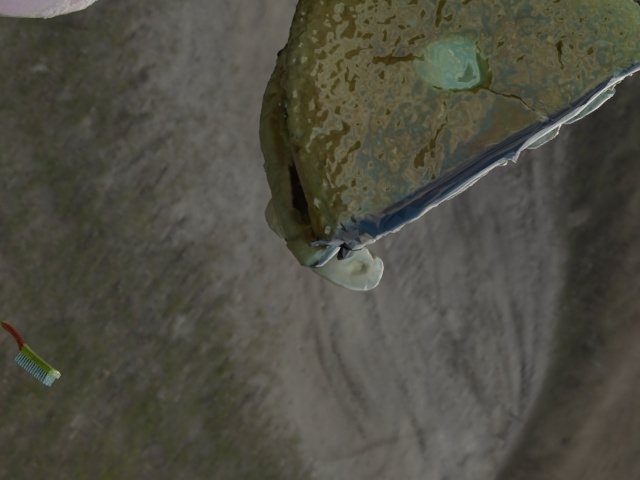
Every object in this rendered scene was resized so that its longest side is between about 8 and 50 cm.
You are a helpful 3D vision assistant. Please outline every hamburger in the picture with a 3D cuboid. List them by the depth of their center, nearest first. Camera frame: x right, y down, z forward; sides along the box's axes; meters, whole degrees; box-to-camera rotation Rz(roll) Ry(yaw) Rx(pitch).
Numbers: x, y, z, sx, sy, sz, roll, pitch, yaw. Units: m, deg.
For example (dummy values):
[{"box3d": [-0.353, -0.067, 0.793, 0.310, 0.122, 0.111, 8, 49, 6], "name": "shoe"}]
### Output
[{"box3d": [0.071, -0.118, 0.678, 0.288, 0.192, 0.168, -30, 169, -14], "name": "hamburger"}]

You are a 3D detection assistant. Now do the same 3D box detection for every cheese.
[{"box3d": [0.000, 0.000, 1.002, 0.043, 0.065, 0.194, -60, -156, 4], "name": "cheese"}]

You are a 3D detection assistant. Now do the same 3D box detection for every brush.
[{"box3d": [-0.273, 0.103, 1.036, 0.021, 0.083, 0.019, -49, 156, -5], "name": "brush"}]

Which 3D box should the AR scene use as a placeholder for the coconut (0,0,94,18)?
[{"box3d": [-0.323, -0.342, 1.143, 0.233, 0.245, 0.233, -11, 109, -36], "name": "coconut"}]
